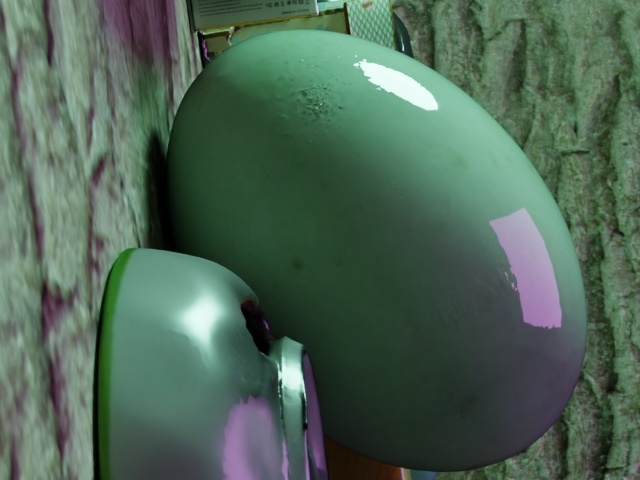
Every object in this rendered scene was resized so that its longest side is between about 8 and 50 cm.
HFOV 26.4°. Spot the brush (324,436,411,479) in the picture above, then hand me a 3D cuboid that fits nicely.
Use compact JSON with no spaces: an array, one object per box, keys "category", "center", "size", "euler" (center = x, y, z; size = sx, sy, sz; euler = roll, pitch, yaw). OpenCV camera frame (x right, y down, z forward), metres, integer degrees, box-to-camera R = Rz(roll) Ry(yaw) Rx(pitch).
[{"category":"brush","center":[0.001,0.215,1.254],"size":[0.174,0.166,0.267],"euler":[-88,171,-64]}]

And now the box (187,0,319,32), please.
[{"category":"box","center":[-0.078,-0.333,1.332],"size":[0.033,0.129,0.247],"euler":[-83,167,-83]}]

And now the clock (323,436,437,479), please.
[{"category":"clock","center":[0.046,0.270,1.741],"size":[0.094,0.274,0.223],"euler":[41,22,-18]}]

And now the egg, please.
[{"category":"egg","center":[0.043,0.009,1.062],"size":[0.389,0.276,0.276],"euler":[51,6,-5]}]

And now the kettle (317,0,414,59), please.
[{"category":"kettle","center":[0.009,-0.166,1.743],"size":[0.207,0.250,0.271],"euler":[62,28,-63]}]

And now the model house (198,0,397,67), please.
[{"category":"model house","center":[-0.016,-0.208,1.514],"size":[0.271,0.206,0.178],"euler":[-81,165,-79]}]

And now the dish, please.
[{"category":"dish","center":[-0.045,0.158,0.865],"size":[0.324,0.124,0.324],"euler":[-7,90,-88]}]
